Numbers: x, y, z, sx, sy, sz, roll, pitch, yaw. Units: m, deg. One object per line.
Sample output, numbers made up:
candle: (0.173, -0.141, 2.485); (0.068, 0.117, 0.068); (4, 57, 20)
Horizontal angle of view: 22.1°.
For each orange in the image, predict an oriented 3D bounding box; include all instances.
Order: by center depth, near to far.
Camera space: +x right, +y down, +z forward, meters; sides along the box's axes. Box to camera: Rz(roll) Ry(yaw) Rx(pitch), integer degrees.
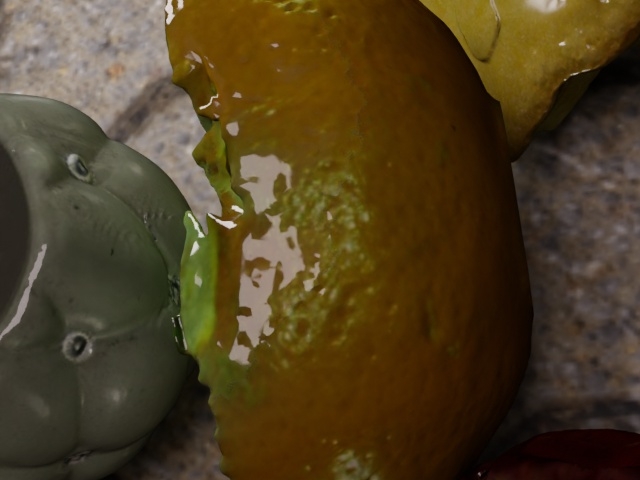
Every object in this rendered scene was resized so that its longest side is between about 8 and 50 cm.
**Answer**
orange: (0.009, -0.003, 0.857); (0.196, 0.262, 0.334); (-10, 72, 21)

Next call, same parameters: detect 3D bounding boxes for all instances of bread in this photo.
bread: (0.140, -0.162, 0.927); (0.233, 0.088, 0.161); (-50, 61, 42)

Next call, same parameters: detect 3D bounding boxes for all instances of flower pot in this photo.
flower pot: (-0.185, 0.035, 0.974); (0.246, 0.195, 0.246); (-8, 68, 20)

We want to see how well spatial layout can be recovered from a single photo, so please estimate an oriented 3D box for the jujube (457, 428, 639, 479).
jujube: (0.198, 0.183, 0.732); (0.342, 0.216, 0.216); (6, 73, 46)
